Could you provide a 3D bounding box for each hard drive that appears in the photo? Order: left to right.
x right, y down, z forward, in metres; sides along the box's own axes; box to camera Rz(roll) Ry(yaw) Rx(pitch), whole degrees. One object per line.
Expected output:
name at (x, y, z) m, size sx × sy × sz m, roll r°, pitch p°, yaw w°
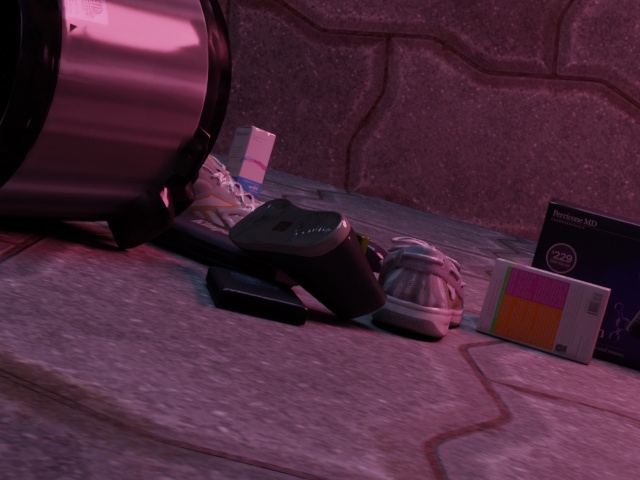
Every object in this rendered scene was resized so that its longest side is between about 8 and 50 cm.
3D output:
hard drive at (-0.070, 0.057, 1.366) m, size 0.094 × 0.022 × 0.135 m, roll 14°, pitch 6°, yaw -12°

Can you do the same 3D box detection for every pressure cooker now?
pressure cooker at (-0.308, -0.196, 1.490) m, size 0.375 × 0.370 × 0.420 m, roll 23°, pitch 13°, yaw 32°

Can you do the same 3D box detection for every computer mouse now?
computer mouse at (0.000, 0.000, 1.999) m, size 0.242 × 0.041 × 0.071 m, roll 16°, pitch 7°, yaw 17°

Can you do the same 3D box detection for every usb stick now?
usb stick at (-0.133, 0.003, 1.607) m, size 0.278 × 0.045 × 0.077 m, roll 20°, pitch 10°, yaw 40°

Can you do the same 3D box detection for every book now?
book at (0.276, 0.086, 1.594) m, size 0.144 × 0.096 × 0.035 m, roll 17°, pitch 6°, yaw 19°

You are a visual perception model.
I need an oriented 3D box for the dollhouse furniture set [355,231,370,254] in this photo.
dollhouse furniture set at (-0.007, 0.007, 1.819) m, size 0.151 × 0.059 × 0.076 m, roll 12°, pitch 6°, yaw -27°

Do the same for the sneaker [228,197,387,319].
sneaker at (-0.020, 0.026, 1.451) m, size 0.222 × 0.083 × 0.118 m, roll 15°, pitch -39°, yaw 59°

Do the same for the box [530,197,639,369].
box at (0.403, 0.066, 1.680) m, size 0.261 × 0.184 × 0.103 m, roll 15°, pitch 5°, yaw 11°

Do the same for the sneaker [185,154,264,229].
sneaker at (-0.141, -0.058, 1.748) m, size 0.262 × 0.121 × 0.099 m, roll 15°, pitch 17°, yaw 9°

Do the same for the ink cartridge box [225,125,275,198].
ink cartridge box at (-0.133, -0.142, 2.330) m, size 0.052 × 0.122 × 0.088 m, roll 16°, pitch -3°, yaw -24°

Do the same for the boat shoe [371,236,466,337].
boat shoe at (0.125, 0.045, 1.571) m, size 0.118 × 0.103 × 0.320 m, roll 16°, pitch 6°, yaw 8°

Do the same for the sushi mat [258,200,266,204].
sushi mat at (-0.196, -0.085, 2.328) m, size 0.316 × 0.019 × 0.151 m, roll 16°, pitch -4°, yaw 2°
